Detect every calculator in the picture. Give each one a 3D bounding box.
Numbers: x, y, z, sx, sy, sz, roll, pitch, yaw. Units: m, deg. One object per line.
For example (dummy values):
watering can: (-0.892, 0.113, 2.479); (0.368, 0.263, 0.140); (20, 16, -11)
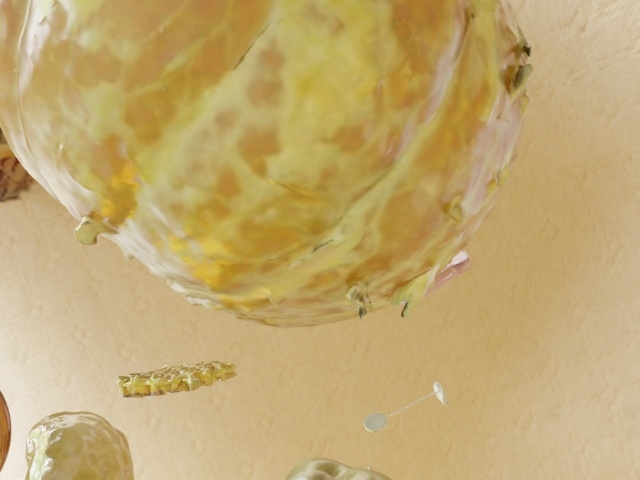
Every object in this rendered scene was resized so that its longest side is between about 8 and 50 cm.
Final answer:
calculator: (0.202, 0.066, 1.898); (0.194, 0.294, 0.043); (-33, 105, -9)

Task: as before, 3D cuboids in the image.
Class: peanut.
peanut: (-0.181, 0.269, 0.776); (0.274, 0.125, 0.111); (62, 147, 22)

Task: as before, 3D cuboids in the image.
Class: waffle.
waffle: (-0.309, 0.296, 1.947); (0.238, 0.243, 0.058); (-10, 90, 25)

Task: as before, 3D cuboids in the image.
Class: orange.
orange: (-0.042, -0.097, 0.512); (0.329, 0.329, 0.249); (35, 90, 7)

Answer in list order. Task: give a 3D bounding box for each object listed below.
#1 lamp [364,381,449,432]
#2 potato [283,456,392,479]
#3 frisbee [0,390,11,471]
lamp: (0.186, 0.371, 1.923); (0.198, 0.050, 0.056); (-23, 126, -15)
potato: (0.056, 0.490, 1.505); (0.351, 0.202, 0.218); (1, 104, 40)
frisbee: (-0.565, 0.276, 1.248); (0.251, 0.021, 0.250); (0, 91, -21)
